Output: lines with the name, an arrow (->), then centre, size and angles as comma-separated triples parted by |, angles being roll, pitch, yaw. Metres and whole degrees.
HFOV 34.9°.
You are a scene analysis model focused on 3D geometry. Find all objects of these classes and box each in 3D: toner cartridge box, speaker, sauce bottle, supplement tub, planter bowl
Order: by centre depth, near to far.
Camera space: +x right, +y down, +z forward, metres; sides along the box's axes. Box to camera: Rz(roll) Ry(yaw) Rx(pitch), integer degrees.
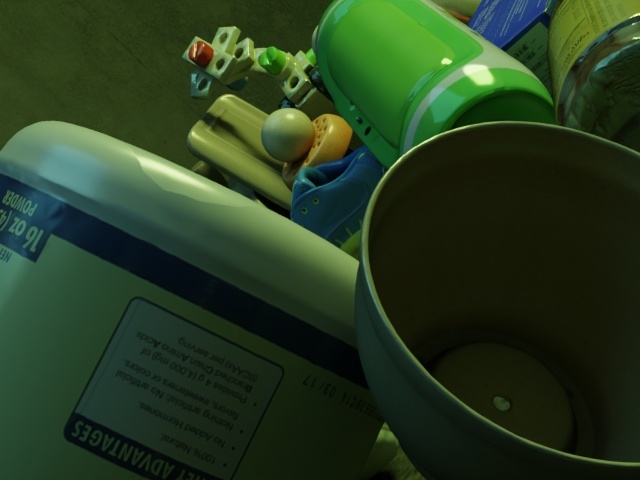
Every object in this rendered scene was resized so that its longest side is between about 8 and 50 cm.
planter bowl -> 0.085, 0.046, 0.417 | 0.162, 0.162, 0.109 | -56, -12, -40
supplement tub -> -0.116, 0.131, 0.510 | 0.324, 0.235, 0.235 | -64, 13, -7
sauce bottle -> 0.202, -0.121, 0.651 | 0.111, 0.111, 0.344 | -42, 10, 25
speaker -> 0.087, -0.127, 0.858 | 0.131, 0.131, 0.296 | -45, 31, 9
toner cartridge box -> 0.224, -0.231, 1.062 | 0.165, 0.075, 0.348 | -37, 14, 38

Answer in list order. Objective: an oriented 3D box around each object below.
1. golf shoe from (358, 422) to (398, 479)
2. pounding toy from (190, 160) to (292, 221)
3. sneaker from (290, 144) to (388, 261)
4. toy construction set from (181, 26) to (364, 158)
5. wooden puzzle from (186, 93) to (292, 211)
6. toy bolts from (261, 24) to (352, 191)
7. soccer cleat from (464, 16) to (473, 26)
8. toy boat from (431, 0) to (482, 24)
golf shoe -> -0.023, 0.169, 0.628 | 0.186, 0.067, 0.086 | -35, 50, 24
pounding toy -> -0.102, -0.004, 1.377 | 0.155, 0.154, 0.269 | -45, 29, 10
sneaker -> 0.000, 0.000, 0.951 | 0.240, 0.126, 0.091 | -42, 11, 21
toy construction set -> -0.014, -0.196, 1.350 | 0.151, 0.328, 0.215 | -55, 42, 24
wooden puzzle -> -0.064, -0.103, 1.354 | 0.044, 0.221, 0.238 | -58, 7, 21
toy bolts -> 0.053, -0.160, 1.137 | 0.218, 0.158, 0.228 | -33, 30, 44
soccer cleat -> 0.178, -0.210, 1.243 | 0.179, 0.060, 0.072 | -52, 19, 6
toy boat -> 0.172, -0.282, 1.381 | 0.231, 0.151, 0.151 | -103, 26, -78
